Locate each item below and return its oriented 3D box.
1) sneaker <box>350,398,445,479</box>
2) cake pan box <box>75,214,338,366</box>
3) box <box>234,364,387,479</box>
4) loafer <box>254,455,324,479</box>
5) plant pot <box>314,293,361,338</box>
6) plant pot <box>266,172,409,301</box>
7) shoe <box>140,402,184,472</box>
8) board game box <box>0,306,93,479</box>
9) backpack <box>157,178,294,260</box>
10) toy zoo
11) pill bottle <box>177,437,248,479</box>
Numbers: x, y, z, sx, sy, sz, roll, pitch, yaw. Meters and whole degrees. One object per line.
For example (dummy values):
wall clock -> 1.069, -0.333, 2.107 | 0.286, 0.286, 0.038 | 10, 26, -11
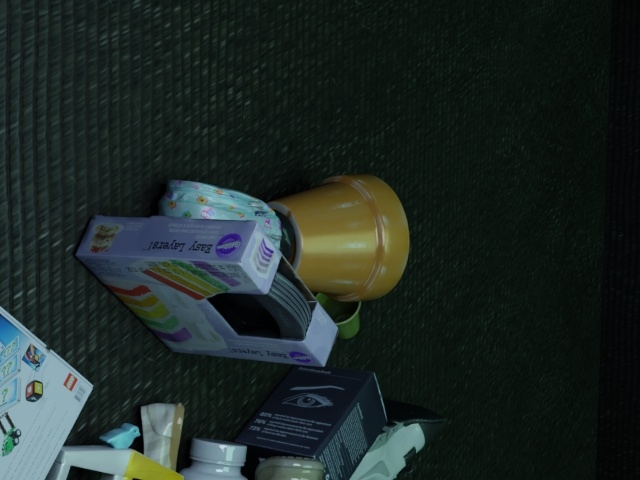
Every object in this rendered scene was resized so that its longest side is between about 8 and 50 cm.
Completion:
sneaker -> 0.111, 0.380, 1.816 | 0.331, 0.122, 0.146 | -3, 104, -52
cake pan box -> -0.134, 0.065, 1.253 | 0.245, 0.267, 0.070 | 55, 46, -48
box -> -0.011, 0.300, 1.569 | 0.207, 0.153, 0.108 | -46, 130, -44
loafer -> -0.058, 0.391, 1.435 | 0.268, 0.102, 0.092 | 114, -21, -51
plant pot -> 0.036, 0.128, 1.705 | 0.079, 0.083, 0.083 | 68, 39, -52
plant pot -> 0.000, 0.000, 1.541 | 0.188, 0.205, 0.205 | -5, 97, -41
shoe -> -0.223, 0.325, 1.338 | 0.058, 0.076, 0.219 | 6, 89, -15
board game box -> -0.384, 0.240, 1.074 | 0.193, 0.053, 0.305 | 55, 49, -43
backpack -> -0.143, -0.018, 1.362 | 0.182, 0.152, 0.115 | 14, 76, -44
toy zoo -> -0.276, 0.368, 1.216 | 0.192, 0.030, 0.293 | 27, 77, -44
pill bottle -> -0.157, 0.379, 1.392 | 0.108, 0.108, 0.193 | 22, 74, -56
